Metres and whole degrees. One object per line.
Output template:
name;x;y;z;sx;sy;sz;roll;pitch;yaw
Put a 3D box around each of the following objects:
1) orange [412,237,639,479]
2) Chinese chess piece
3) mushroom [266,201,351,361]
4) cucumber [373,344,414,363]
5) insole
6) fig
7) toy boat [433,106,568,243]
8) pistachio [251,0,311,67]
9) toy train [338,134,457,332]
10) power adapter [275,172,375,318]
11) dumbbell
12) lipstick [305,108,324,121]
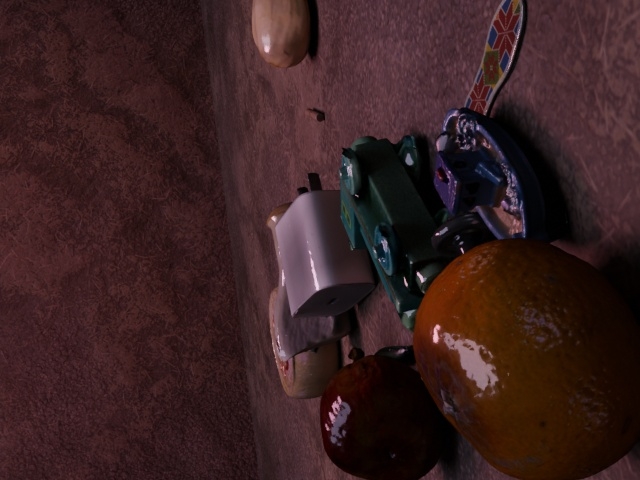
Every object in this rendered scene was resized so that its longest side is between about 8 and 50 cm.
orange;0.178;0.108;0.688;0.224;0.170;0.224;55;159;32
Chinese chess piece;-0.039;0.225;1.769;0.270;0.112;0.269;172;90;-77
mushroom;-0.040;0.073;1.572;0.122;0.159;0.328;-36;63;52
cucumber;0.116;0.191;1.285;0.184;0.036;0.033;136;152;-74
insole;0.192;-0.193;0.868;0.193;0.006;0.065;103;156;-53
fig;0.067;0.261;1.194;0.290;0.191;0.190;-175;79;-67
toy boat;0.174;-0.063;0.818;0.223;0.097;0.100;-111;17;-48
pistachio;-0.073;-0.455;1.603;0.145;0.117;0.200;-2;87;38
toy train;0.107;-0.011;1.084;0.194;0.120;0.298;87;167;-45
power adapter;0.000;0.000;1.451;0.187;0.124;0.255;133;131;-57
dumbbell;0.180;0.040;0.874;0.081;0.082;0.253;106;154;-57
lipstick;-0.013;-0.263;1.624;0.094;0.019;0.019;-135;41;-68
